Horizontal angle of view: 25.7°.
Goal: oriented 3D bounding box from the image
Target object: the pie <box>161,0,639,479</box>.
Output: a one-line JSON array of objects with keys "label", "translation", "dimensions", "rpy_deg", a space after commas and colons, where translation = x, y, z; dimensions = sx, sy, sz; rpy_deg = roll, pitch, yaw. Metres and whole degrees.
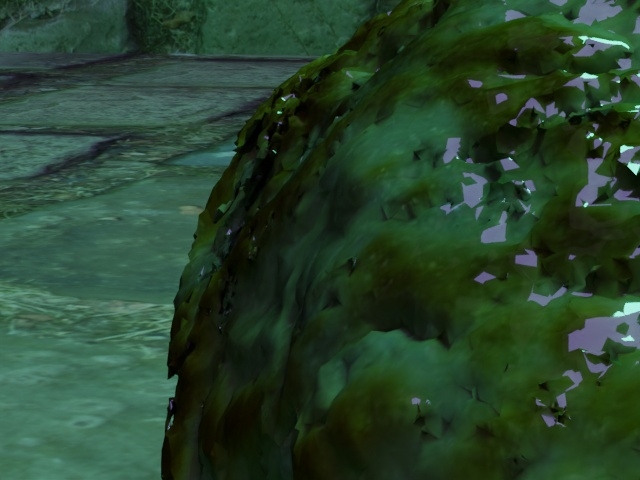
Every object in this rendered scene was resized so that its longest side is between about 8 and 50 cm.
[{"label": "pie", "translation": [0.087, 0.023, 0.526], "dimensions": [0.395, 0.180, 0.418], "rpy_deg": [-32, 24, 15]}]
